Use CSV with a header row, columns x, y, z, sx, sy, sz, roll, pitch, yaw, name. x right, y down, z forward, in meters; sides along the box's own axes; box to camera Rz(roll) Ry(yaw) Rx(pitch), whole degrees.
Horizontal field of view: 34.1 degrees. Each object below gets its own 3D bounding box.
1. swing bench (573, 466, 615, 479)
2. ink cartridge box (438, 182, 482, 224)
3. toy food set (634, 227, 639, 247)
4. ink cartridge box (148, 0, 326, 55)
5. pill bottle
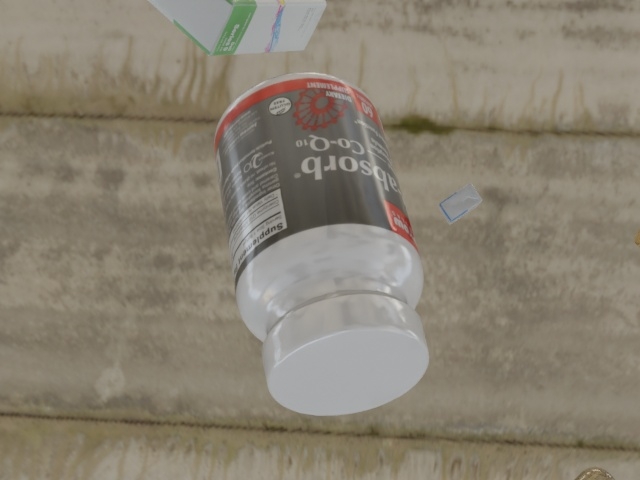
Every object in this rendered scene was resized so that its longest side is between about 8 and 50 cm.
x,y,z,sx,sy,sz,roll,pitch,yaw,name
0.076,0.216,0.327,0.254,0.253,0.165,-24,-84,-15,swing bench
0.177,-0.045,1.329,0.048,0.083,0.028,-34,-96,2,ink cartridge box
0.201,-0.023,0.524,0.083,0.082,0.020,-37,-80,-19,toy food set
-0.118,-0.342,1.479,0.154,0.093,0.212,43,-146,21,ink cartridge box
0.000,0.000,1.185,0.210,0.210,0.363,-11,-128,-2,pill bottle
